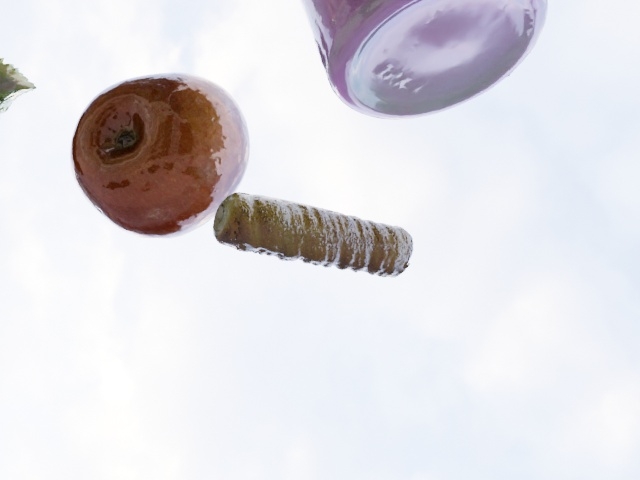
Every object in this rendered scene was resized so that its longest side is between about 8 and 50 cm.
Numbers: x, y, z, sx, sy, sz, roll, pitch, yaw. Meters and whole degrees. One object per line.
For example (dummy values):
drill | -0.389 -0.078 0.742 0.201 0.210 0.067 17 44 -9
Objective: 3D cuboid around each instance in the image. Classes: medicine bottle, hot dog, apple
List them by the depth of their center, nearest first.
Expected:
medicine bottle | 0.053 -0.262 0.726 0.178 0.178 0.291 -38 -123 34
hot dog | 0.001 -0.001 1.128 0.083 0.289 0.068 -65 -146 24
apple | -0.241 -0.130 1.318 0.271 0.206 0.252 6 -111 27

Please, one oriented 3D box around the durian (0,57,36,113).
durian | -0.623 -0.174 1.404 0.352 0.169 0.158 -43 -59 -4
